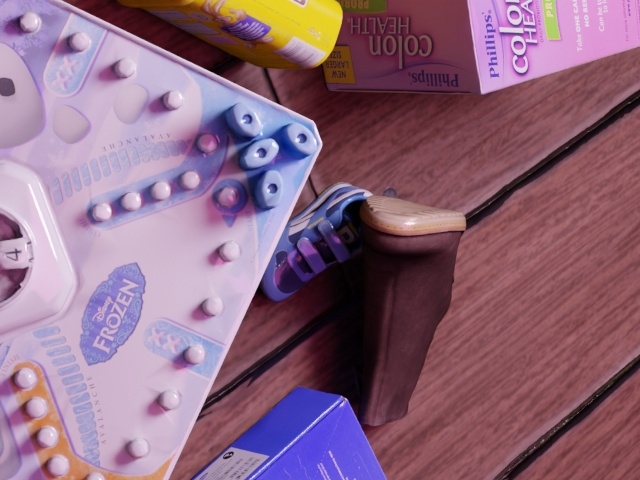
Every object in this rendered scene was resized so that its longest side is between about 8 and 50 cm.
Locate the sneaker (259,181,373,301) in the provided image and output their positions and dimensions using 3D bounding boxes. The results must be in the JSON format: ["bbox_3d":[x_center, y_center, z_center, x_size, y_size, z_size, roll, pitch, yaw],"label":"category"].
[{"bbox_3d":[0.000,0.000,1.567,0.144,0.059,0.053,-48,123,-23],"label":"sneaker"}]

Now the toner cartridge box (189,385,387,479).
[{"bbox_3d":[0.015,0.324,1.604,0.165,0.075,0.348,-38,116,-28],"label":"toner cartridge box"}]

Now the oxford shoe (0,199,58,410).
[{"bbox_3d":[-0.251,0.148,1.328,0.140,0.146,0.397,-8,100,-37],"label":"oxford shoe"}]

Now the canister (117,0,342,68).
[{"bbox_3d":[-0.080,-0.204,1.441,0.170,0.126,0.073,23,80,-40],"label":"canister"}]

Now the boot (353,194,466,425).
[{"bbox_3d":[0.073,0.069,1.552,0.248,0.090,0.207,8,94,-77],"label":"boot"}]

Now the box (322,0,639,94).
[{"bbox_3d":[0.153,-0.216,1.565,0.243,0.213,0.117,-20,107,-34],"label":"box"}]

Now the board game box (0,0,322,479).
[{"bbox_3d":[-0.246,0.013,1.234,0.390,0.050,0.390,25,88,-9],"label":"board game box"}]
